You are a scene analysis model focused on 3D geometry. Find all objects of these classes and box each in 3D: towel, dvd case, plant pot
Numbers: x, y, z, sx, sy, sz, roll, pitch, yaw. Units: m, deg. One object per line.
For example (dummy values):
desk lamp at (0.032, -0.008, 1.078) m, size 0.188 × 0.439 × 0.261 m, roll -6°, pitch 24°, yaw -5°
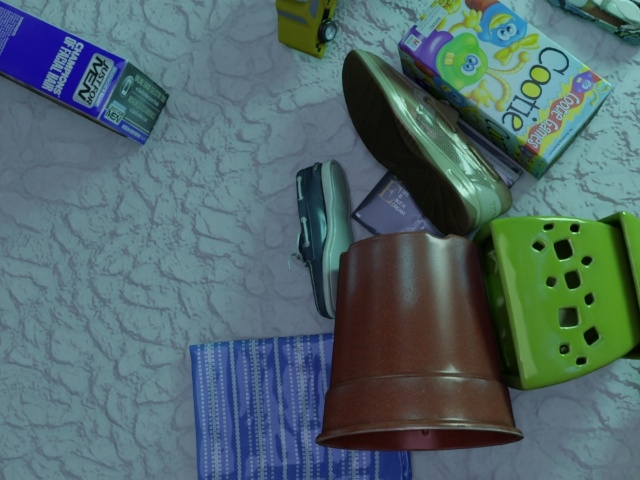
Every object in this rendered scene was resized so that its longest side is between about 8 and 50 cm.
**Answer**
towel at (-0.035, 0.268, 1.260) m, size 0.336 × 0.040 × 0.243 m, roll -6°, pitch 83°, yaw 8°
dvd case at (0.180, -0.072, 1.271) m, size 0.164 × 0.018 × 0.221 m, roll 40°, pitch 91°, yaw 11°
plant pot at (0.340, 0.078, 1.132) m, size 0.207 × 0.227 × 0.228 m, roll -9°, pitch 83°, yaw 2°
plant pot at (0.127, 0.142, 1.124) m, size 0.272 × 0.272 × 0.265 m, roll -4°, pitch 70°, yaw 8°

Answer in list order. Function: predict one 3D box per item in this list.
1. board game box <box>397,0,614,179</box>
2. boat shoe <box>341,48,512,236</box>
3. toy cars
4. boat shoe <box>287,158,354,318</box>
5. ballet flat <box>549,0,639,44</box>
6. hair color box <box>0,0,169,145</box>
board game box at (0.266, -0.237, 1.211) m, size 0.275 × 0.144 × 0.142 m, roll 41°, pitch 92°, yaw 11°
boat shoe at (0.152, -0.156, 1.228) m, size 0.110 × 0.121 × 0.341 m, roll -24°, pitch 70°, yaw -26°
toy cars at (0.042, -0.425, 1.197) m, size 0.394 × 0.087 × 0.176 m, roll -33°, pitch 78°, yaw 38°
boat shoe at (0.000, 0.000, 1.248) m, size 0.079 × 0.095 × 0.254 m, roll -13°, pitch 73°, yaw 27°
ballet flat at (0.425, -0.363, 1.240) m, size 0.188 × 0.070 × 0.070 m, roll 29°, pitch 89°, yaw 11°
hair color box at (-0.433, -0.282, 1.304) m, size 0.339 × 0.185 × 0.110 m, roll 25°, pitch 89°, yaw 11°
